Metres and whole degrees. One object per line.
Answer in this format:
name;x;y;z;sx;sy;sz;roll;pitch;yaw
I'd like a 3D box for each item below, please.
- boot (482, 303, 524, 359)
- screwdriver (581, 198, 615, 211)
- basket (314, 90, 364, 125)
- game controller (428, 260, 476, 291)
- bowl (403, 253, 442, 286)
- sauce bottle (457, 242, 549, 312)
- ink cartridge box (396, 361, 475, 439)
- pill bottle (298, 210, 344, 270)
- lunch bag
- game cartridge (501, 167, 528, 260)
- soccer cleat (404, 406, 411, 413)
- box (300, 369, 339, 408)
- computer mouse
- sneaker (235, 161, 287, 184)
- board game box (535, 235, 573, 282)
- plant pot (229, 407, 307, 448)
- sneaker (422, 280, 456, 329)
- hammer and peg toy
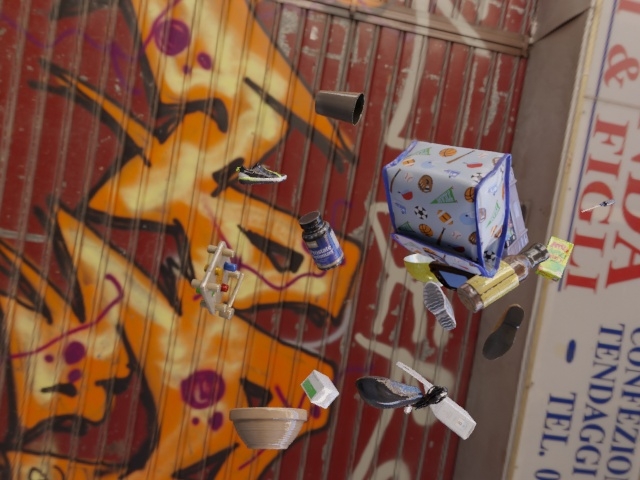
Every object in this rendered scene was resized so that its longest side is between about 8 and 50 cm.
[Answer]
boot;0.889;0.444;2.221;0.305;0.112;0.115;-63;170;11
screwdriver;1.088;-0.136;1.788;0.025;0.169;0.024;102;-32;-48
basket;0.096;-0.715;2.424;0.154;0.226;0.204;86;24;-47
game controller;0.599;0.168;1.969;0.166;0.067;0.319;59;-17;-17
bowl;0.590;0.159;2.406;0.289;0.289;0.156;-134;-144;-81
sauce bottle;0.648;0.125;1.604;0.111;0.344;0.111;59;-8;14
ink cartridge box;0.476;0.685;1.997;0.091;0.385;0.308;-54;163;-3
pill bottle;0.000;0.000;1.796;0.123;0.122;0.219;-95;161;-63
lunch bag;0.388;-0.074;1.406;0.239;0.327;0.386;-40;133;-29
game cartridge;0.788;-0.109;1.932;0.230;0.068;0.355;-33;110;-44
soccer cleat;0.313;0.607;1.644;0.083;0.029;0.036;63;37;-62
box;-0.003;0.595;1.824;0.087;0.102;0.101;-48;-142;2
computer mouse;0.233;0.477;1.386;0.188;0.272;0.072;120;-19;-53
sneaker;-0.255;-0.298;2.010;0.084;0.234;0.097;4;-81;59
board game box;0.986;0.077;1.923;0.181;0.092;0.043;-56;157;-23
plant pot;-0.158;0.564;1.364;0.237;0.237;0.110;114;-20;-63
sneaker;0.590;0.314;2.291;0.281;0.105;0.115;62;24;-19
hammer and peg toy;-0.463;0.196;2.091;0.361;0.127;0.266;91;13;-55
